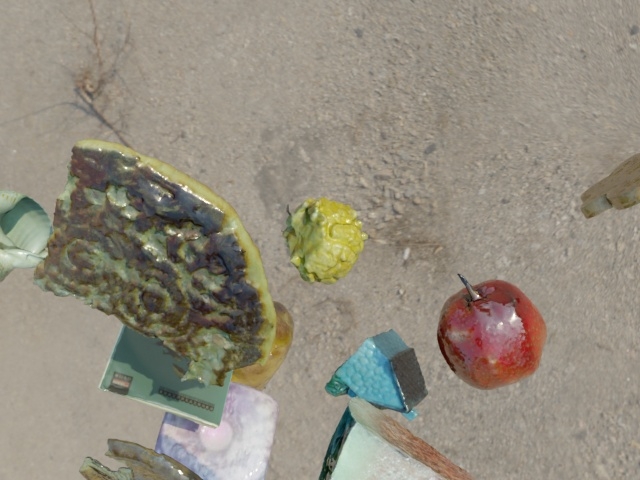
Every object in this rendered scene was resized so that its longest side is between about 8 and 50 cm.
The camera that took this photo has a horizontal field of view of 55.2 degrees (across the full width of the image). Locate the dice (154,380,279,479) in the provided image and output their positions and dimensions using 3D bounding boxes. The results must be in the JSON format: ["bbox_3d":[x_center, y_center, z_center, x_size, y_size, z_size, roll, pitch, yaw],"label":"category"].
[{"bbox_3d":[-0.257,0.509,1.531,0.270,0.270,0.271,14,151,-2],"label":"dice"}]

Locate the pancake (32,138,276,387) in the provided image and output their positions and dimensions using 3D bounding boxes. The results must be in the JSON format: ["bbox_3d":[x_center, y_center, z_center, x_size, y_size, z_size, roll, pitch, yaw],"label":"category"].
[{"bbox_3d":[-0.231,0.048,0.939,0.427,0.067,0.305,38,113,-16],"label":"pancake"}]

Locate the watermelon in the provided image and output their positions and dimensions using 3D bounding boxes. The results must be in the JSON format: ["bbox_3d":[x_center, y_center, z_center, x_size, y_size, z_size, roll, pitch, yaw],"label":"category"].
[{"bbox_3d":[0.111,0.243,0.564,0.241,0.154,0.094,31,94,5],"label":"watermelon"}]

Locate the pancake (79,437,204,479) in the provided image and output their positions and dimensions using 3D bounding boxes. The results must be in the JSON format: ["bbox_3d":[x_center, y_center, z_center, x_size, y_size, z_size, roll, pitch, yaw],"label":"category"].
[{"bbox_3d":[-0.271,0.397,0.977,0.289,0.033,0.286,3,136,24],"label":"pancake"}]

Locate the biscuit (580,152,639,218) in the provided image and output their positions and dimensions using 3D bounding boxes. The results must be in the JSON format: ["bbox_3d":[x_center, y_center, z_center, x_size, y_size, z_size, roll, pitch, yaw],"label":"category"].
[{"bbox_3d":[0.719,-0.139,1.374,0.275,0.355,0.052,-39,90,1],"label":"biscuit"}]

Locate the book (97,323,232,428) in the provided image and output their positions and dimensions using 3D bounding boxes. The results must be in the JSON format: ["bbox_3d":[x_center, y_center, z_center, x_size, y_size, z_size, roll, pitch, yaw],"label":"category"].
[{"bbox_3d":[-0.301,0.196,1.347,0.264,0.379,0.031,24,139,-20],"label":"book"}]

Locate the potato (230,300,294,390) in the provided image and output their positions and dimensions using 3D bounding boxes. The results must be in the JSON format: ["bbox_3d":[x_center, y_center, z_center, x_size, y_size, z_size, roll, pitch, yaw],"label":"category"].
[{"bbox_3d":[-0.211,0.281,1.756,0.301,0.288,0.237,44,123,-2],"label":"potato"}]

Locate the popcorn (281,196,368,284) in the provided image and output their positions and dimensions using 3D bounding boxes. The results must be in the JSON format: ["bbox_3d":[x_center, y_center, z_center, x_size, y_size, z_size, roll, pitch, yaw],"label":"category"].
[{"bbox_3d":[-0.002,-0.005,1.666,0.249,0.225,0.249,-27,49,36],"label":"popcorn"}]

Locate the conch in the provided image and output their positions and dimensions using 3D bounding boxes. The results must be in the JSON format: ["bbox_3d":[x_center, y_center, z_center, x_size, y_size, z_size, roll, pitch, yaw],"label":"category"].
[{"bbox_3d":[-0.517,-0.001,0.922,0.131,0.200,0.172,14,100,24],"label":"conch"}]

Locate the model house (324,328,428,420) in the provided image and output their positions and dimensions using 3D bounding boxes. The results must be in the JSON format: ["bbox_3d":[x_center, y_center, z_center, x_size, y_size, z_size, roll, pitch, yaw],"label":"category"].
[{"bbox_3d":[0.189,0.413,1.747,0.241,0.261,0.225,42,106,19],"label":"model house"}]

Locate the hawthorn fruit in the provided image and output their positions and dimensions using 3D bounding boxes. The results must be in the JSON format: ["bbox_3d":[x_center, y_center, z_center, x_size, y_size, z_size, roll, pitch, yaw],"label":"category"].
[{"bbox_3d":[0.381,0.192,1.433,0.254,0.254,0.300,-22,109,30],"label":"hawthorn fruit"}]
